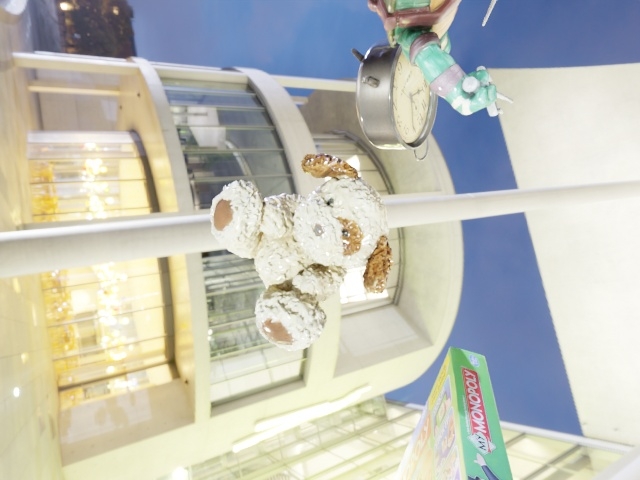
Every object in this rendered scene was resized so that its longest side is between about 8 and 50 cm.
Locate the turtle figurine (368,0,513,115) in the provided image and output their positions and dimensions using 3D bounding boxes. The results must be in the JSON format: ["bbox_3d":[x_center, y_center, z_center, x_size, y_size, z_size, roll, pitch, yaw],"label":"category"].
[{"bbox_3d":[0.093,-0.177,0.299,0.234,0.118,0.176,31,67,-74],"label":"turtle figurine"}]

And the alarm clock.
[{"bbox_3d":[0.102,-0.168,0.534,0.064,0.192,0.130,9,-115,39],"label":"alarm clock"}]

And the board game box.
[{"bbox_3d":[0.120,0.310,0.469,0.213,0.046,0.318,-64,168,-65],"label":"board game box"}]

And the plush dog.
[{"bbox_3d":[0.000,0.000,0.640,0.225,0.210,0.263,-30,-100,24],"label":"plush dog"}]
